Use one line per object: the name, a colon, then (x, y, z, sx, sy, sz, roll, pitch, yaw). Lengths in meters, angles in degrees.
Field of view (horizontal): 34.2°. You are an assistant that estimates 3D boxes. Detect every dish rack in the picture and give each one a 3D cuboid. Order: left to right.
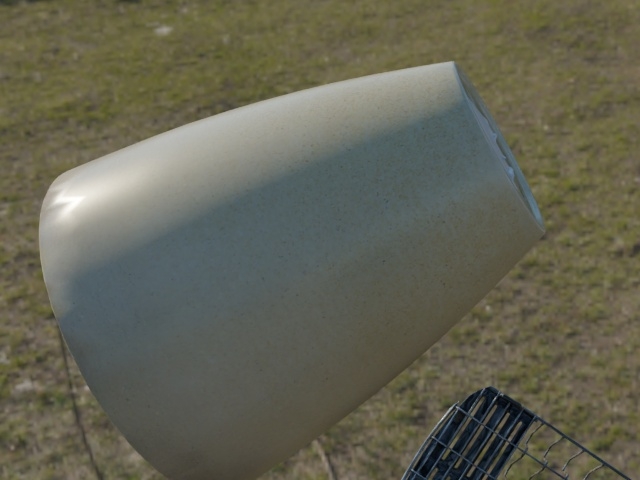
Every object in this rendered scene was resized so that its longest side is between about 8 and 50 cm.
dish rack: (0.206, 0.279, 0.989, 0.272, 0.074, 0.208, 33, 78, 11)

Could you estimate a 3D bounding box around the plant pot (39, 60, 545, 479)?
plant pot: (0.000, 0.000, 0.706, 0.274, 0.256, 0.256, -28, 17, 16)
